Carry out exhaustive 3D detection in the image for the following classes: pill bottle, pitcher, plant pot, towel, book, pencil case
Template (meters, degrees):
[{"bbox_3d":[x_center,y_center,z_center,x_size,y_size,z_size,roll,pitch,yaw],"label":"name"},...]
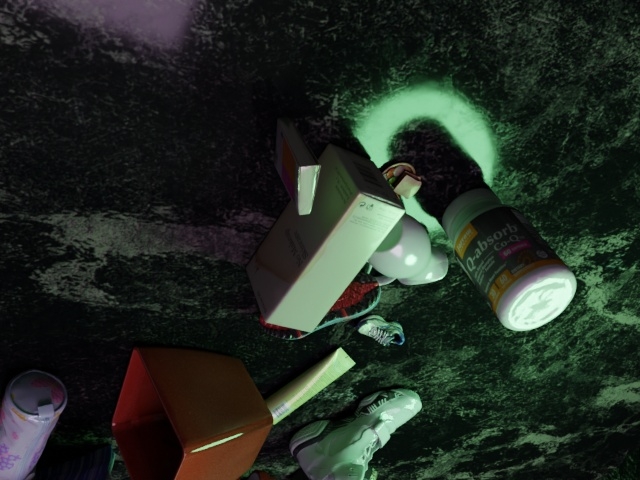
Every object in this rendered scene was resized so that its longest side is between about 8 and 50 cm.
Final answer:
[{"bbox_3d":[0.359,0.029,1.336,0.162,0.278,0.162,-13,134,-14],"label":"pill bottle"},{"bbox_3d":[0.143,0.031,1.364,0.178,0.125,0.207,-24,149,19],"label":"pitcher"},{"bbox_3d":[-0.256,0.383,1.407,0.236,0.267,0.267,-4,132,-37],"label":"plant pot"},{"bbox_3d":[-0.603,0.519,1.403,0.336,0.243,0.040,-17,94,-11],"label":"towel"},{"bbox_3d":[-0.045,-0.122,1.107,0.035,0.144,0.096,-8,133,-19],"label":"book"},{"bbox_3d":[-0.587,0.380,1.331,0.114,0.124,0.273,11,123,-32],"label":"pencil case"}]

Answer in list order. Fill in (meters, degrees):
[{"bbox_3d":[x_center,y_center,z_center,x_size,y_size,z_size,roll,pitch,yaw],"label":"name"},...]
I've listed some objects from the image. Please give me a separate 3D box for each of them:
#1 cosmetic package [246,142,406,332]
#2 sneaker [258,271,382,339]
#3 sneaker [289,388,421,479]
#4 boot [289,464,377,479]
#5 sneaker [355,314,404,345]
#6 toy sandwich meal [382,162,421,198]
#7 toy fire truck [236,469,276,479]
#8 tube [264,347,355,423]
[{"bbox_3d":[0.000,0.000,1.231,0.113,0.160,0.309,18,119,-35],"label":"cosmetic package"},{"bbox_3d":[0.004,0.148,1.403,0.262,0.104,0.125,-14,161,8],"label":"sneaker"},{"bbox_3d":[0.117,0.533,1.733,0.366,0.210,0.137,-22,136,-5],"label":"sneaker"},{"bbox_3d":[0.042,0.682,1.926,0.237,0.085,0.178,-29,138,2],"label":"boot"},{"bbox_3d":[0.142,0.210,1.559,0.135,0.058,0.052,13,123,-32],"label":"sneaker"},{"bbox_3d":[0.150,-0.110,1.289,0.086,0.029,0.085,-13,134,-14],"label":"toy sandwich meal"},{"bbox_3d":[-0.210,0.756,1.755,0.169,0.253,0.302,24,117,-39],"label":"toy fire truck"},{"bbox_3d":[-0.031,0.342,1.606,0.240,0.062,0.070,-36,179,3],"label":"tube"}]
